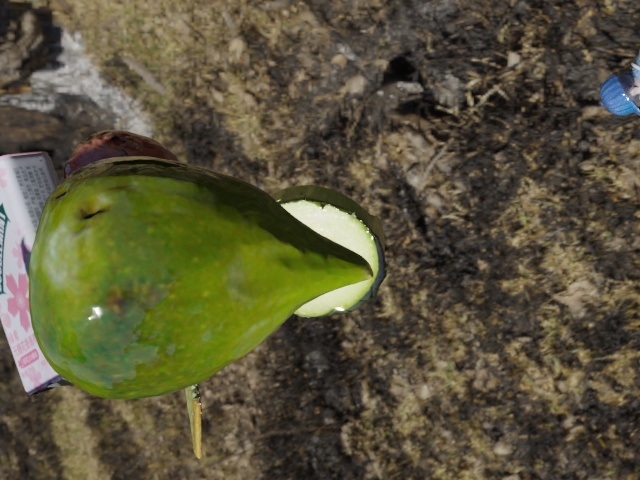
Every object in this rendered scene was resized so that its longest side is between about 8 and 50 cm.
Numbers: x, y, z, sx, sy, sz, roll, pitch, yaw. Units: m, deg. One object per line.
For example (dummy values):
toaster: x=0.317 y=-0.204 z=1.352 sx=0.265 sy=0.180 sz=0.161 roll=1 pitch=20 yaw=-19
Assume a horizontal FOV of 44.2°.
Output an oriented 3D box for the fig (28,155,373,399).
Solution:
fig: x=-0.088 y=0.022 z=0.647 sx=0.206 sy=0.275 sz=0.206 roll=180 pitch=90 yaw=-84

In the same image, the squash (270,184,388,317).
squash: x=-0.006 y=-0.002 z=1.169 sx=0.220 sy=0.220 sz=0.133 roll=-51 pitch=18 yaw=40

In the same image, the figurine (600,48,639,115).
figurine: x=0.462 y=-0.241 z=1.147 sx=0.077 sy=0.079 sz=0.136 roll=-90 pitch=8 yaw=-46

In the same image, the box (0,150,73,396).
box: x=-0.456 y=0.060 z=1.284 sx=0.190 sy=0.112 sz=0.369 roll=-27 pitch=82 yaw=43

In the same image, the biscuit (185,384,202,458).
biscuit: x=-0.212 y=0.220 z=1.273 sx=0.231 sy=0.016 sz=0.139 roll=-111 pitch=21 yaw=-50

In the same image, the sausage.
sausage: x=-0.250 y=-0.052 z=1.113 sx=0.152 sy=0.279 sz=0.152 roll=-6 pitch=65 yaw=14
